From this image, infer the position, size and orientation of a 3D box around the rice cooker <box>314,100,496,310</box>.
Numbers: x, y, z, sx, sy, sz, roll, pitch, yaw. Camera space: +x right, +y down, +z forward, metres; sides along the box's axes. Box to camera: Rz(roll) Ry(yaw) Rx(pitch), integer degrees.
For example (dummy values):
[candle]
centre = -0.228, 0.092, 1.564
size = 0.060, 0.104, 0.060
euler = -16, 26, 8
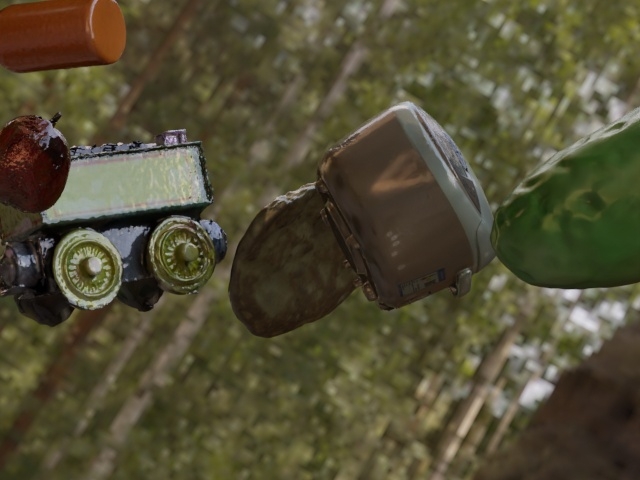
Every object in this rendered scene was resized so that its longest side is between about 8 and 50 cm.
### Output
[rice cooker]
centre = 0.068, -0.025, 1.488
size = 0.145, 0.127, 0.206
euler = 62, -8, 22

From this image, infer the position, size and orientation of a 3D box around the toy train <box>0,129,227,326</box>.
[toy train]
centre = -0.228, -0.011, 1.958
size = 0.261, 0.177, 0.134
euler = -9, -6, -35

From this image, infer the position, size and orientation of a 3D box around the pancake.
[pancake]
centre = -0.001, 0.000, 1.916
size = 0.042, 0.236, 0.222
euler = 39, -9, 30

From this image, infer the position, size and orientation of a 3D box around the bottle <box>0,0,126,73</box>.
[bottle]
centre = -0.275, -0.191, 1.737
size = 0.187, 0.069, 0.069
euler = -1, -32, 26

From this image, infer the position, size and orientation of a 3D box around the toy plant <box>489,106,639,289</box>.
[toy plant]
centre = 0.270, -0.121, 1.006
size = 0.317, 0.356, 0.210
euler = 3, -24, 16

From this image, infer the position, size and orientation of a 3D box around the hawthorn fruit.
[hawthorn fruit]
centre = -0.229, -0.059, 1.447
size = 0.077, 0.077, 0.077
euler = 28, -18, 10
